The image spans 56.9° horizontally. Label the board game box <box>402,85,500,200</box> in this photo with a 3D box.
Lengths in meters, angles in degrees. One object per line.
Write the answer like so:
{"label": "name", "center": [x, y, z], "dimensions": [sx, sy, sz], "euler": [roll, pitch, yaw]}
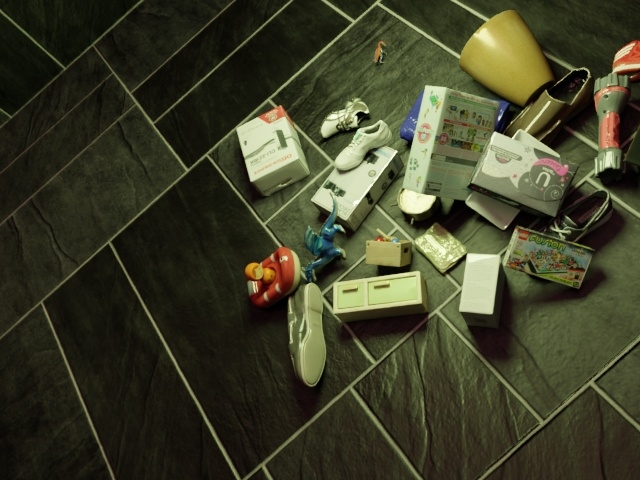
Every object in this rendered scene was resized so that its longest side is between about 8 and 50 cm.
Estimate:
{"label": "board game box", "center": [0.387, -0.280, 1.743], "dimensions": [0.097, 0.224, 0.303], "euler": [29, 110, 56]}

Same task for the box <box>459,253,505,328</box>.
{"label": "box", "center": [0.448, 0.140, 1.631], "dimensions": [0.091, 0.130, 0.171], "euler": [3, 66, 26]}

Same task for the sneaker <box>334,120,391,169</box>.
{"label": "sneaker", "center": [0.126, -0.318, 1.927], "dimensions": [0.212, 0.094, 0.080], "euler": [-36, 57, 4]}

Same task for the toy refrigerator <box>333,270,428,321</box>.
{"label": "toy refrigerator", "center": [0.177, 0.169, 1.764], "dimensions": [0.269, 0.094, 0.102], "euler": [-9, 62, 21]}

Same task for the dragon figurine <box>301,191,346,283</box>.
{"label": "dragon figurine", "center": [0.000, 0.000, 1.869], "dimensions": [0.144, 0.289, 0.085], "euler": [-7, 19, -15]}

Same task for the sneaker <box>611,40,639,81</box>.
{"label": "sneaker", "center": [0.990, -0.548, 1.758], "dimensions": [0.221, 0.087, 0.128], "euler": [3, 68, 25]}

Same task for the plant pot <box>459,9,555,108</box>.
{"label": "plant pot", "center": [0.612, -0.548, 1.865], "dimensions": [0.237, 0.237, 0.254], "euler": [-36, 68, 4]}

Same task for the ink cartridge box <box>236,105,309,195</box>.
{"label": "ink cartridge box", "center": [-0.175, -0.327, 2.164], "dimensions": [0.197, 0.114, 0.273], "euler": [-25, 58, 11]}

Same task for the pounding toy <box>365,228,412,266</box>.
{"label": "pounding toy", "center": [0.207, 0.020, 1.811], "dimensions": [0.130, 0.141, 0.100], "euler": [4, 95, 26]}

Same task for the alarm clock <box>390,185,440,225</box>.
{"label": "alarm clock", "center": [0.326, -0.139, 1.869], "dimensions": [0.192, 0.064, 0.129], "euler": [-43, 55, 2]}

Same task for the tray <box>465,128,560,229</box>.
{"label": "tray", "center": [0.565, -0.179, 1.751], "dimensions": [0.145, 0.030, 0.270], "euler": [36, 96, 5]}

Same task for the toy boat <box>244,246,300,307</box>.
{"label": "toy boat", "center": [-0.173, 0.110, 1.885], "dimensions": [0.231, 0.151, 0.151], "euler": [-37, 51, 33]}

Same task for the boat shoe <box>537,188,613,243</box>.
{"label": "boat shoe", "center": [0.675, -0.030, 1.629], "dimensions": [0.301, 0.102, 0.108], "euler": [-36, 56, 4]}

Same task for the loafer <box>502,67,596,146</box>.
{"label": "loafer", "center": [0.681, -0.394, 1.794], "dimensions": [0.366, 0.130, 0.134], "euler": [-44, 56, -1]}

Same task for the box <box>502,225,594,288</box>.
{"label": "box", "center": [0.607, 0.045, 1.583], "dimensions": [0.207, 0.036, 0.114], "euler": [17, 102, 3]}

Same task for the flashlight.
{"label": "flashlight", "center": [0.832, -0.324, 1.686], "dimensions": [0.103, 0.103, 0.304], "euler": [-15, 58, 49]}

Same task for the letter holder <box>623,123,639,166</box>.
{"label": "letter holder", "center": [1.008, -0.228, 1.566], "dimensions": [0.301, 0.214, 0.152], "euler": [29, 111, 33]}

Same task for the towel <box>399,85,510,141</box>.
{"label": "towel", "center": [0.438, -0.382, 1.939], "dimensions": [0.308, 0.076, 0.228], "euler": [23, 73, 30]}

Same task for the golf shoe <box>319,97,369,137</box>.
{"label": "golf shoe", "center": [0.086, -0.426, 2.118], "dimensions": [0.198, 0.077, 0.094], "euler": [-39, 56, 3]}

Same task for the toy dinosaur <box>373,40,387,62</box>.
{"label": "toy dinosaur", "center": [0.224, -0.703, 2.203], "dimensions": [0.047, 0.090, 0.082], "euler": [4, 98, 10]}

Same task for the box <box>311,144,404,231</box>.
{"label": "box", "center": [0.125, -0.192, 1.974], "dimensions": [0.169, 0.087, 0.290], "euler": [33, 82, 34]}

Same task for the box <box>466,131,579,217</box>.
{"label": "box", "center": [0.563, -0.180, 1.662], "dimensions": [0.247, 0.142, 0.163], "euler": [24, 93, 7]}

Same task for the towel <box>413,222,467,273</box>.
{"label": "towel", "center": [0.363, 0.019, 1.794], "dimensions": [0.110, 0.027, 0.148], "euler": [-41, 56, 0]}

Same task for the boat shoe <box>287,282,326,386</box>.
{"label": "boat shoe", "center": [-0.051, 0.292, 1.808], "dimensions": [0.095, 0.112, 0.335], "euler": [-23, 50, 33]}
